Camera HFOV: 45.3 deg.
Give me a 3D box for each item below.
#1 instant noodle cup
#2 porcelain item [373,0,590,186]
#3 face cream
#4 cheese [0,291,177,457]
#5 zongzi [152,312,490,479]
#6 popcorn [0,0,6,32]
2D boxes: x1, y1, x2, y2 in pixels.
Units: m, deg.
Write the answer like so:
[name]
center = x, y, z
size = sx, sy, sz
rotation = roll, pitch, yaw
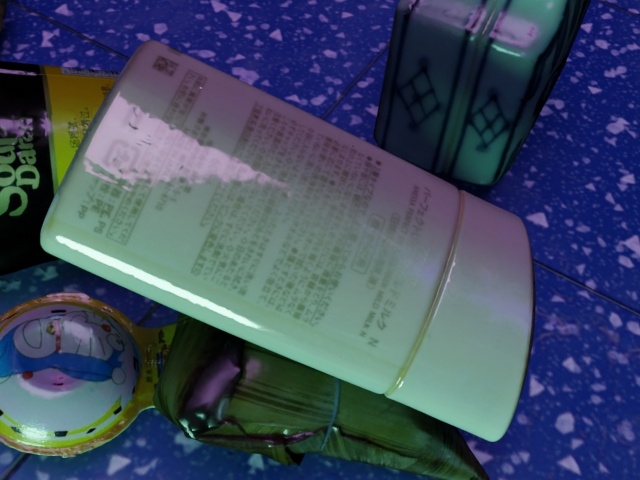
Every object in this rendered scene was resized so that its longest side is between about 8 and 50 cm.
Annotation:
[instant noodle cup]
center = -0.216, -0.077, 0.723
size = 0.236, 0.215, 0.215
rotation = -7, 54, -20
[porcelain item]
center = 0.187, -0.220, 0.815
size = 0.157, 0.281, 0.285
rotation = 23, 53, 14
[face cream]
center = 0.000, 0.000, 0.551
size = 0.349, 0.081, 0.173
rotation = 24, 71, -9
[cheese]
center = -0.184, 0.110, 0.663
size = 0.250, 0.064, 0.156
rotation = 2, 54, -21
[zongzi]
center = 0.036, 0.061, 0.662
size = 0.300, 0.138, 0.285
rotation = 19, 70, -11
[popcorn]
center = -0.457, -0.315, 0.906
size = 0.164, 0.140, 0.194
rotation = 0, 51, -13
